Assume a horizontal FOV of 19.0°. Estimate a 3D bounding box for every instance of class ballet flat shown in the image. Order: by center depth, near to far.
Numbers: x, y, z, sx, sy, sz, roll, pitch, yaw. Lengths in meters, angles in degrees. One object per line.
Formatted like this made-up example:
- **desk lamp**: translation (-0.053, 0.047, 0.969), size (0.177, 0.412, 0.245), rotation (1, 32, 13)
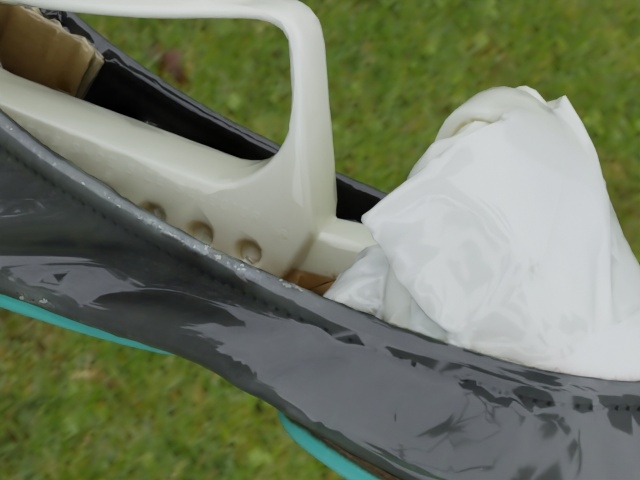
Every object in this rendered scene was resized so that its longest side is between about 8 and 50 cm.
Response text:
- **ballet flat**: translation (0.000, 0.000, 0.448), size (0.280, 0.096, 0.095), rotation (23, 24, 10)
